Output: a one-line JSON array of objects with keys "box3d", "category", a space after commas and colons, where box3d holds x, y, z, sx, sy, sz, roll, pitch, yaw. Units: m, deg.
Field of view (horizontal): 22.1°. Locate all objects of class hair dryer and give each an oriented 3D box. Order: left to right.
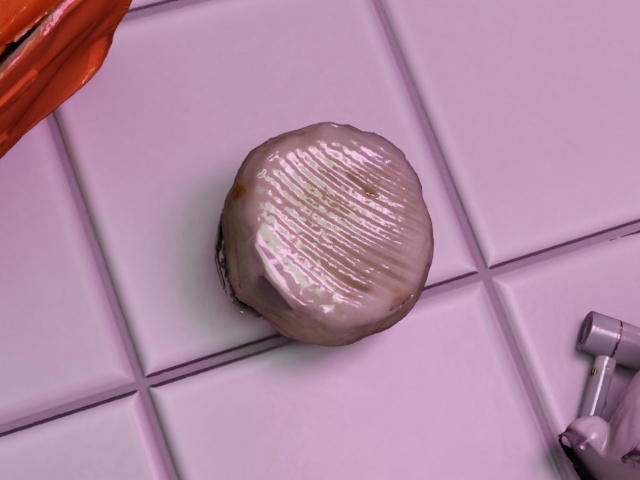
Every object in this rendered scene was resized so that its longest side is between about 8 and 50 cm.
[{"box3d": [0.312, 0.153, 1.779, 0.082, 0.047, 0.137, 21, 76, -5], "category": "hair dryer"}]

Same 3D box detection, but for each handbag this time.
[{"box3d": [-0.298, -0.179, 1.561, 0.116, 0.410, 0.303, 41, 69, -4], "category": "handbag"}]

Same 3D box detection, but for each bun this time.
[{"box3d": [0.000, 0.000, 1.711, 0.239, 0.141, 0.239, 5, 73, -17], "category": "bun"}]

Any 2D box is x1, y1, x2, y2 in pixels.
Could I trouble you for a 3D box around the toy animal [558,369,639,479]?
[{"box3d": [0.440, 0.159, 1.720, 0.357, 0.194, 0.258, -42, 121, -17], "category": "toy animal"}]
